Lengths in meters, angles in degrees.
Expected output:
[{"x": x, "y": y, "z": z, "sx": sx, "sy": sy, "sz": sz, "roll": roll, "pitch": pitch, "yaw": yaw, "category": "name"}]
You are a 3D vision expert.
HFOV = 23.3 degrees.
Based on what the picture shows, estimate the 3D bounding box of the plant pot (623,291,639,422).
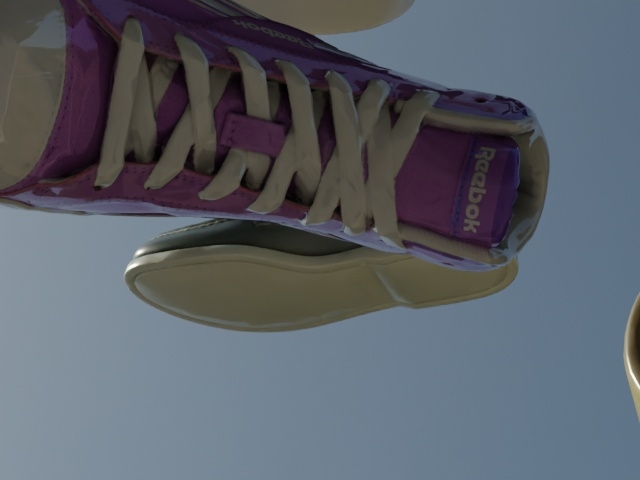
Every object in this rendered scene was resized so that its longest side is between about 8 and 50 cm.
[{"x": 0.274, "y": 0.112, "z": 0.798, "sx": 0.254, "sy": 0.254, "sz": 0.239, "roll": -26, "pitch": -57, "yaw": 15, "category": "plant pot"}]

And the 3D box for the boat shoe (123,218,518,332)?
[{"x": 0.000, "y": 0.000, "z": 1.238, "sx": 0.319, "sy": 0.099, "sz": 0.116, "roll": -6, "pitch": -35, "yaw": 16, "category": "boat shoe"}]

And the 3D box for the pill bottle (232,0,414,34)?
[{"x": 0.001, "y": -0.334, "z": 0.857, "sx": 0.229, "sy": 0.229, "sz": 0.408, "roll": 7, "pitch": -56, "yaw": -1, "category": "pill bottle"}]

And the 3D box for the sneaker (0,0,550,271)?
[{"x": -0.013, "y": -0.045, "z": 0.582, "sx": 0.161, "sy": 0.282, "sz": 0.102, "roll": 16, "pitch": -82, "yaw": 39, "category": "sneaker"}]
